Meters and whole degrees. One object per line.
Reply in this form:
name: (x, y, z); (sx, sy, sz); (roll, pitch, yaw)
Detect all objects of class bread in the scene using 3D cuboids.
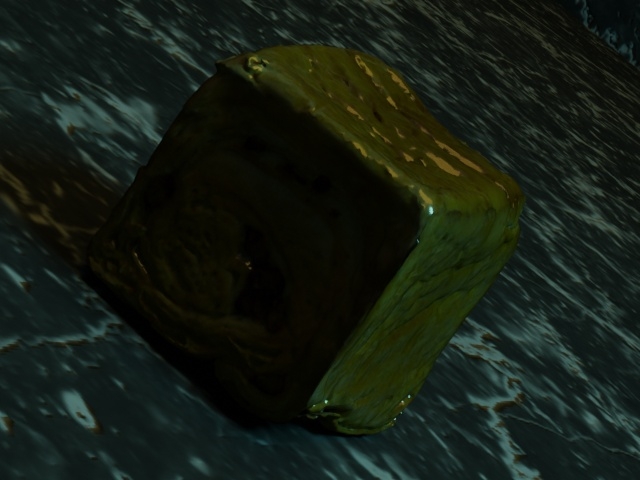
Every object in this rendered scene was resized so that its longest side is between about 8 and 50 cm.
bread: (0.000, 0.000, 0.926); (0.149, 0.158, 0.143); (46, 16, 18)
